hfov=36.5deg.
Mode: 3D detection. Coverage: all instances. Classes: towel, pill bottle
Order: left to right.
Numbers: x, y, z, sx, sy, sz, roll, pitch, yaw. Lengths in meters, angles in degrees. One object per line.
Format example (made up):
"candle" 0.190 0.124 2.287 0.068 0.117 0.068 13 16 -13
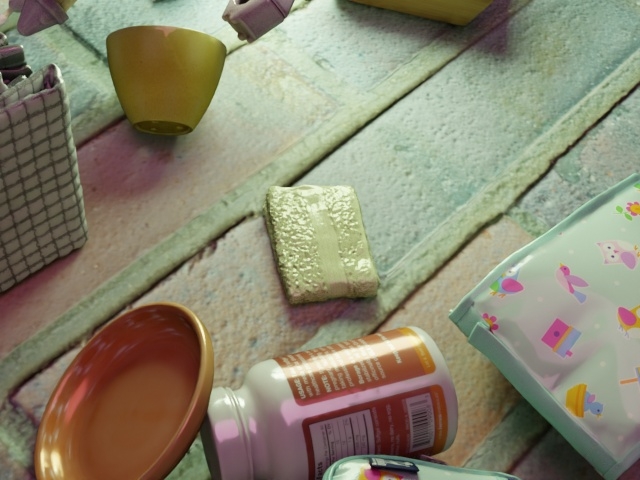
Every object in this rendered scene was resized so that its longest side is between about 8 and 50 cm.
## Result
"towel" -0.364 -0.043 0.883 0.283 0.235 0.121 -35 61 -28
"towel" 0.000 0.000 1.036 0.110 0.027 0.148 -6 57 -12
"pill bottle" 0.004 0.156 0.871 0.216 0.121 0.121 -11 58 -16

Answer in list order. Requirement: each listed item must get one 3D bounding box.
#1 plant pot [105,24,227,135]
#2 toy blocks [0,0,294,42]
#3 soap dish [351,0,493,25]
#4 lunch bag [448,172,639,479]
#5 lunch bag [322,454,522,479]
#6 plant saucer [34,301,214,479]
"plant pot" -0.173 -0.171 1.076 0.134 0.134 0.095 3 81 -7
"toy blocks" -0.233 -0.309 1.082 0.260 0.309 0.288 -50 35 -9
"soap dish" 0.126 -0.423 1.294 0.228 0.118 0.291 12 55 -1
"lunch bag" 0.279 0.091 0.941 0.262 0.160 0.223 -28 65 -31
"lunch bag" 0.100 0.297 0.755 0.224 0.108 0.279 9 39 -9
"plant saucer" -0.166 0.147 0.843 0.200 0.037 0.200 -25 43 25
